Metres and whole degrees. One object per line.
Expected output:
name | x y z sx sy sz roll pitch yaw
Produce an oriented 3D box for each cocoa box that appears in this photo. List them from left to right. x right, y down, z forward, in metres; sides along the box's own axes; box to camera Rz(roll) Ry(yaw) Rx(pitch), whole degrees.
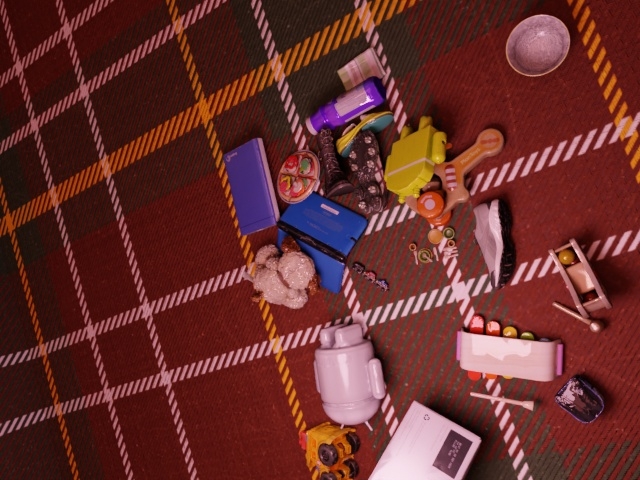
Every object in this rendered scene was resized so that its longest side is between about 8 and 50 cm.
cocoa box | 0.306 0.708 1.712 0.231 0.228 0.347 27 73 24

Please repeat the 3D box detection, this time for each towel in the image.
towel | 0.138 -0.569 1.914 0.152 0.023 0.113 -27 80 26

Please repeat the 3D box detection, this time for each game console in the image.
game console | 0.000 0.000 2.018 0.293 0.173 0.250 28 74 23

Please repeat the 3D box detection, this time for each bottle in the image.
bottle | 0.081 -0.446 1.897 0.282 0.118 0.092 -24 109 28

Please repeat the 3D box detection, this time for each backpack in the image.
backpack | 0.748 0.452 1.618 0.114 0.084 0.105 43 111 24

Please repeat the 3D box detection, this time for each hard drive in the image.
hard drive | -0.258 -0.194 2.106 0.210 0.040 0.319 -17 85 44

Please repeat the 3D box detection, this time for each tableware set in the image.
tableware set | 0.364 0.017 1.829 0.154 0.024 0.104 -13 87 28

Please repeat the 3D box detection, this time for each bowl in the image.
bowl | 0.628 -0.551 1.625 0.170 0.080 0.170 2 94 28

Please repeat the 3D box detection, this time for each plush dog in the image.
plush dog | -0.119 0.118 1.962 0.225 0.210 0.262 -35 89 29

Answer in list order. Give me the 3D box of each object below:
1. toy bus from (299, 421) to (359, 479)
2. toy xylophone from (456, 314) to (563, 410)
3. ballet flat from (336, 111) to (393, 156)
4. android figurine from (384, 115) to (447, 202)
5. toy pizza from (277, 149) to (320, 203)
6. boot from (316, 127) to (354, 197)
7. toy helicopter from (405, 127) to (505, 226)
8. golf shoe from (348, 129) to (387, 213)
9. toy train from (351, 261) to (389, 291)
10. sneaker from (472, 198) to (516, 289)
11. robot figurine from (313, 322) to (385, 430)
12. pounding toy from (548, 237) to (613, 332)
toy bus | 0.014 0.758 2.000 0.211 0.149 0.220 5 98 40
toy xylophone | 0.559 0.371 1.715 0.322 0.081 0.236 12 99 27
ballet flat | 0.139 -0.375 1.901 0.231 0.077 0.077 -38 58 26
android figurine | 0.285 -0.246 1.742 0.248 0.056 0.273 -22 52 51
toy pizza | -0.086 -0.230 2.008 0.201 0.032 0.201 -14 67 37
boot | 0.033 -0.259 1.877 0.091 0.263 0.229 -12 94 -9
toy helicopter | 0.406 -0.228 1.757 0.355 0.140 0.235 -39 66 13
golf shoe | 0.165 -0.224 1.870 0.105 0.120 0.273 -4 90 32
toy train | 0.173 0.124 1.936 0.158 0.027 0.036 36 98 22
sneaker | 0.522 0.014 1.716 0.108 0.100 0.272 -7 86 42
robot figurine | 0.092 0.460 1.899 0.299 0.199 0.354 -12 87 48
pounding toy | 0.708 0.144 1.583 0.154 0.154 0.270 -30 79 26
